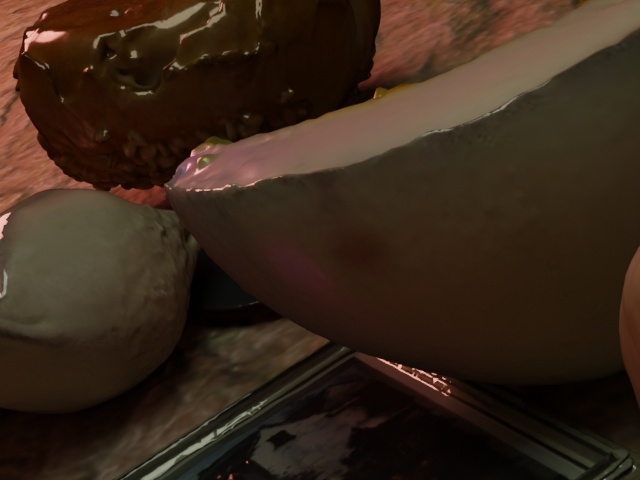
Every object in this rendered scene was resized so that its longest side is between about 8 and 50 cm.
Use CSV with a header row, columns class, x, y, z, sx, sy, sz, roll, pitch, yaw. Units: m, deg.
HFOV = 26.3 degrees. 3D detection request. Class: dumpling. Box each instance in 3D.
class,x,y,z,sx,sy,sz,roll,pitch,yaw
dumpling,-0.158,0.044,0.789,0.166,0.126,0.216,-37,22,36

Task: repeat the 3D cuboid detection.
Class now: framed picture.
class,x,y,z,sx,sy,sz,roll,pitch,yaw
framed picture,-0.034,0.134,0.598,0.296,0.019,0.232,-31,26,-21

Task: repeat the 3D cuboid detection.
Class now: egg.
class,x,y,z,sx,sy,sz,roll,pitch,yaw
egg,0.090,-0.010,0.620,0.271,0.162,0.206,-27,15,-10

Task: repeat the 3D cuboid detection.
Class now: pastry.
class,x,y,z,sx,sy,sz,roll,pitch,yaw
pastry,-0.082,-0.130,1.004,0.255,0.162,0.311,-7,26,26

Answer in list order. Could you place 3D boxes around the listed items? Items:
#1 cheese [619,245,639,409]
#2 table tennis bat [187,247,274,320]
class,x,y,z,sx,sy,sz,roll,pitch,yaw
cheese,0.152,0.023,0.288,0.129,0.351,0.328,-18,22,-6
table tennis bat,0.000,0.000,0.840,0.301,0.022,0.173,5,35,46
